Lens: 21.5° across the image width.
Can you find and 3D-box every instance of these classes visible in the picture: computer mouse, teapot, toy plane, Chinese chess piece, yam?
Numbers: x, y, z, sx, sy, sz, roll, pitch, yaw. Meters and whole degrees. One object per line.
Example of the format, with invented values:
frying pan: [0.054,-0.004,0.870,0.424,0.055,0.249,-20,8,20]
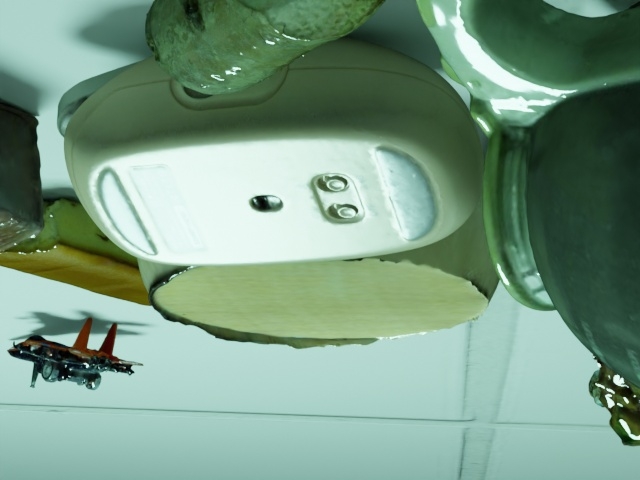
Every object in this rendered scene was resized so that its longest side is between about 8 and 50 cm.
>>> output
computer mouse: [-0.027,-0.050,0.941,0.236,0.082,0.145,-4,142,18]
teapot: [0.172,-0.028,0.763,0.239,0.239,0.321,8,176,38]
toy plane: [-0.265,0.120,1.697,0.130,0.061,0.189,15,161,-40]
Chinese chess piece: [0.000,0.000,1.131,0.250,0.103,0.250,2,164,1]
yam: [-0.028,-0.113,0.782,0.070,0.069,0.146,10,165,-26]

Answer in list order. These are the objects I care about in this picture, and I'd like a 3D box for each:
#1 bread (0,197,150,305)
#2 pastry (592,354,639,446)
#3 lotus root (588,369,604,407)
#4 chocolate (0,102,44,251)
bread: [-0.188,0.003,1.276,0.088,0.049,0.226,-12,158,43]
pastry: [0.288,0.081,1.102,0.193,0.275,0.275,-39,168,-9]
lotus root: [0.351,0.152,1.663,0.192,0.088,0.113,9,147,-20]
chocolate: [-0.291,-0.064,0.950,0.112,0.112,0.321,-15,158,28]
